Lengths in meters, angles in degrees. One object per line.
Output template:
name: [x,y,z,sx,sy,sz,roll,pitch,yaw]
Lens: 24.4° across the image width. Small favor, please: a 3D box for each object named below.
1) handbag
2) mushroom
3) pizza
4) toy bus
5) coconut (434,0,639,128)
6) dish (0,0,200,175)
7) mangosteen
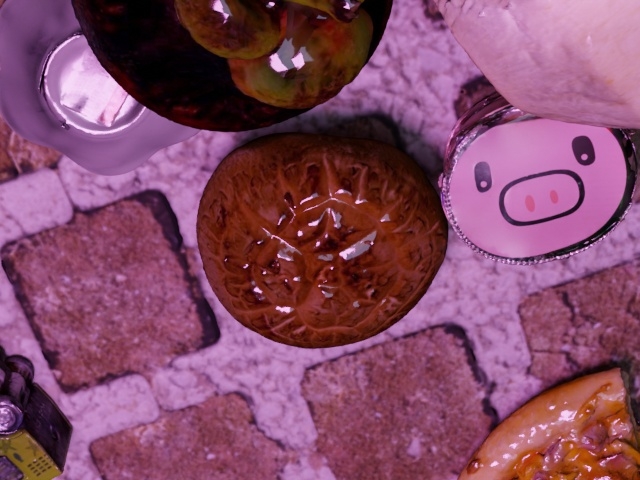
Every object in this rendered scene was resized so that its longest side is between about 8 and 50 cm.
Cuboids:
handbag: [0.217,-0.068,1.468,0.205,0.116,0.179,-14,111,3]
mushroom: [0.000,0.000,1.471,0.253,0.153,0.253,-1,122,-1]
pizza: [0.270,0.327,1.643,0.278,0.114,0.408,26,111,-8]
toy bus: [-0.397,0.144,1.525,0.139,0.113,0.301,-35,111,14]
coconut: [0.275,-0.305,1.245,0.415,0.345,0.415,-5,79,27]
dish: [-0.211,-0.159,1.425,0.229,0.081,0.229,-1,112,-4]
mangosteen: [-0.069,-0.232,1.273,0.311,0.311,0.311,-1,112,-3]
